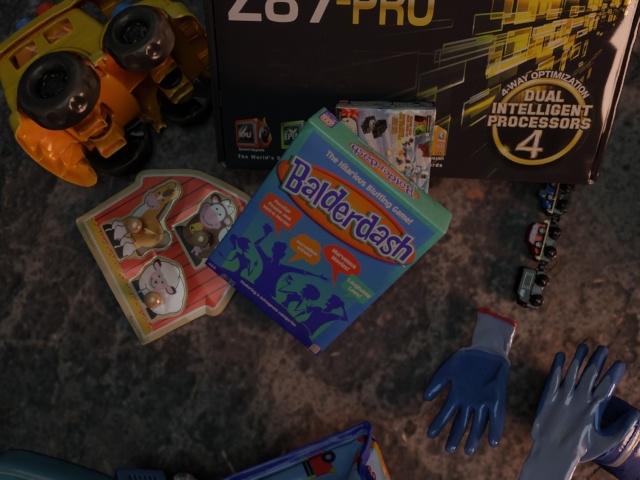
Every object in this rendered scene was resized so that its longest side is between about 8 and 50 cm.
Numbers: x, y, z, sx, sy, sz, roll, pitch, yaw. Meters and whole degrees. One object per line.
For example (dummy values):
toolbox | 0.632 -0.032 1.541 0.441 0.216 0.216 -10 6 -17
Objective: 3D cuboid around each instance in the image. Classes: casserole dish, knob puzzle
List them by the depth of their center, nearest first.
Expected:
casserole dish | -0.312 0.308 0.650 0.189 0.037 0.114 14 86 6
knob puzzle | -0.163 0.000 0.666 0.214 0.030 0.212 0 85 4

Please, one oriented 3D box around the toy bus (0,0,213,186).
toy bus | -0.244 -0.204 0.645 0.220 0.149 0.211 -35 68 -1

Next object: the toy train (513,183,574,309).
toy train | 0.243 -0.002 0.637 0.036 0.027 0.158 15 87 16

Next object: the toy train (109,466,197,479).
toy train | -0.187 0.329 0.603 0.105 0.080 0.184 17 90 -24

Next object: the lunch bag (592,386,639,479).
lunch bag | 0.285 0.189 0.584 0.065 0.098 0.067 38 87 -12

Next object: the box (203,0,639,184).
box | 0.091 -0.220 0.558 0.396 0.097 0.317 4 119 5

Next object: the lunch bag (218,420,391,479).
lunch bag | -0.054 0.337 0.551 0.294 0.138 0.220 -18 102 4

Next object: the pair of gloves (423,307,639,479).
pair of gloves | 0.202 0.160 0.580 0.198 0.023 0.159 18 78 40

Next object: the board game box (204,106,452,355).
board game box | 0.000 0.000 0.581 0.160 0.047 0.210 39 123 -1

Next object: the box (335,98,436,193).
box | 0.062 -0.071 0.580 0.094 0.027 0.136 3 122 4
